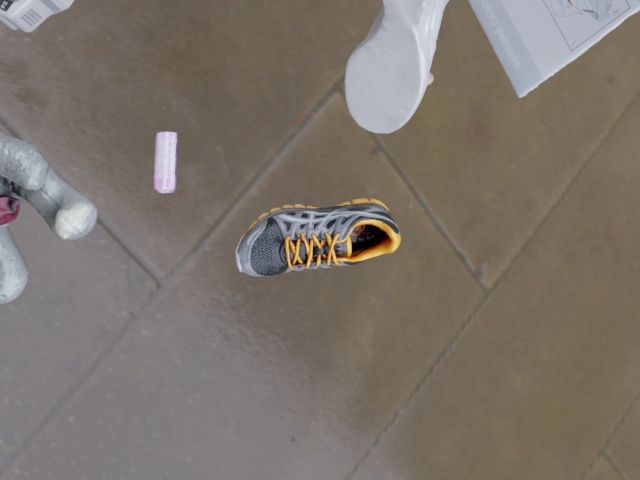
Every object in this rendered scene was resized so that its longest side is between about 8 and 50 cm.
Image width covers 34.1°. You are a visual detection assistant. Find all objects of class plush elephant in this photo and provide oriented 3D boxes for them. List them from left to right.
[{"bbox_3d":[-0.498,-0.055,1.336,0.255,0.271,0.330,-36,99,-51],"label":"plush elephant"}]

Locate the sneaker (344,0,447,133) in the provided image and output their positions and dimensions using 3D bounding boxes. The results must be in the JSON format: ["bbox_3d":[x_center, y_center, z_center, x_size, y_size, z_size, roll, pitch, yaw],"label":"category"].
[{"bbox_3d":[0.085,-0.198,0.961,0.094,0.080,0.212,-46,157,-49],"label":"sneaker"}]

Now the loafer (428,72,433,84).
[{"bbox_3d":[0.081,-0.187,1.175,0.039,0.125,0.045,28,87,-28],"label":"loafer"}]

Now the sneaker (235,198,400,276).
[{"bbox_3d":[0.000,0.000,1.285,0.214,0.083,0.084,-16,116,-15],"label":"sneaker"}]

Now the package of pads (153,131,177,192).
[{"bbox_3d":[-0.215,-0.108,1.448,0.031,0.050,0.083,2,89,-9],"label":"package of pads"}]

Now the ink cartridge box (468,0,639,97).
[{"bbox_3d":[0.192,-0.279,0.767,0.060,0.239,0.275,-4,65,-48],"label":"ink cartridge box"}]

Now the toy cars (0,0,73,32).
[{"bbox_3d":[-0.407,-0.299,1.360,0.087,0.176,0.394,33,48,6],"label":"toy cars"}]
